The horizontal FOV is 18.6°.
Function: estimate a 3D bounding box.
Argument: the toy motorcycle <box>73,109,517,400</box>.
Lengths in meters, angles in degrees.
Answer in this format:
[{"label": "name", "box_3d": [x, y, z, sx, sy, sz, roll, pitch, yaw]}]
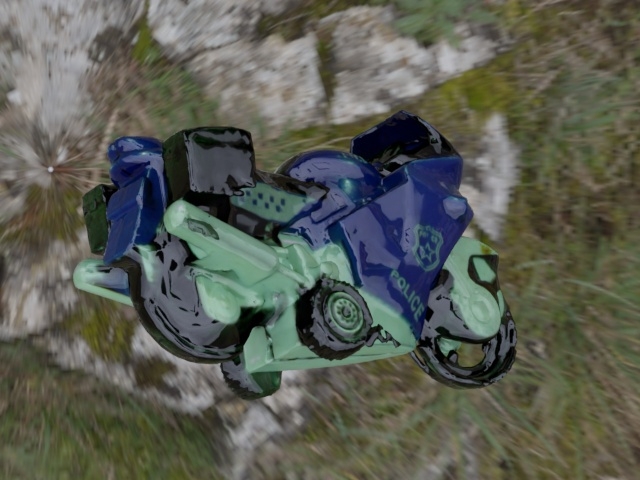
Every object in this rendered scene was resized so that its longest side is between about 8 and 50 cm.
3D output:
[{"label": "toy motorcycle", "box_3d": [0.000, 0.000, 1.287, 0.331, 0.125, 0.196, 8, 64, -38]}]
